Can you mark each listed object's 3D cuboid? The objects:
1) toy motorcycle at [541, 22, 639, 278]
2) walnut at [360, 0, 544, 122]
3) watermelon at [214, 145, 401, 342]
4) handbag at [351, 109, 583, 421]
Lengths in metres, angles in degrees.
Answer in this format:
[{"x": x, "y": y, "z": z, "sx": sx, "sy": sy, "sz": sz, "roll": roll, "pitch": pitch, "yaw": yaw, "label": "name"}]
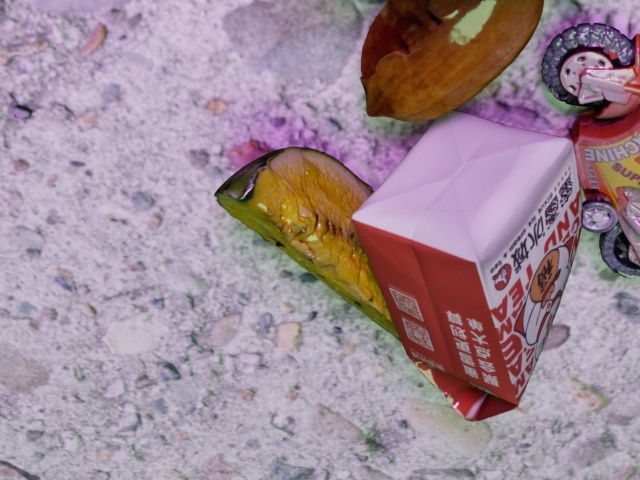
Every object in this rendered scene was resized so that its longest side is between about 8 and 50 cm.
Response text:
[{"x": 0.315, "y": -0.080, "z": 0.871, "sx": 0.171, "sy": 0.089, "sz": 0.298, "roll": -15, "pitch": 125, "yaw": 21, "label": "toy motorcycle"}, {"x": 0.105, "y": -0.175, "z": 0.801, "sx": 0.115, "sy": 0.116, "sz": 0.207, "roll": 30, "pitch": 129, "yaw": -20, "label": "walnut"}, {"x": 0.000, "y": 0.000, "z": 0.908, "sx": 0.123, "sy": 0.129, "sz": 0.301, "roll": -33, "pitch": 134, "yaw": 16, "label": "watermelon"}, {"x": 0.166, "y": 0.039, "z": 0.900, "sx": 0.151, "sy": 0.171, "sz": 0.298, "roll": 20, "pitch": 149, "yaw": 39, "label": "handbag"}]
